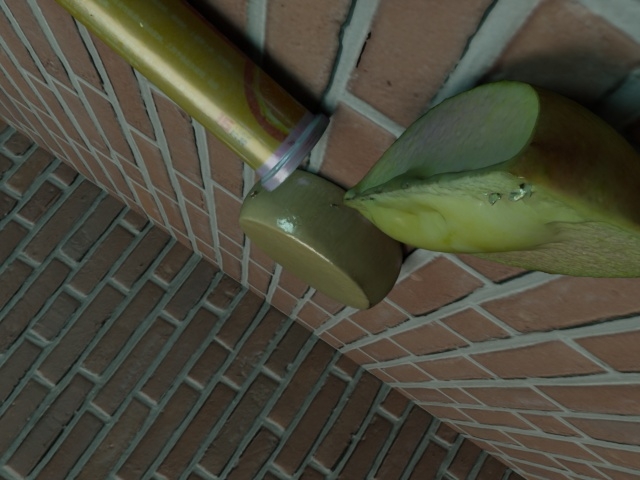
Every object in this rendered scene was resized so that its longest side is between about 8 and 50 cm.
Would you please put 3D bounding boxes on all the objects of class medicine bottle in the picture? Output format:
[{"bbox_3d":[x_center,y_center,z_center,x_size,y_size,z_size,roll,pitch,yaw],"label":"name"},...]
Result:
[{"bbox_3d":[-0.182,-0.227,0.630,0.426,0.108,0.108,40,164,-15],"label":"medicine bottle"}]

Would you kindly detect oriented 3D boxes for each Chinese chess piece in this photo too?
[{"bbox_3d":[0.000,0.000,0.932,0.273,0.102,0.273,32,166,9],"label":"Chinese chess piece"}]

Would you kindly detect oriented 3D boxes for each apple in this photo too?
[{"bbox_3d":[0.158,-0.038,0.482,0.193,0.120,0.265,26,170,-19],"label":"apple"}]
